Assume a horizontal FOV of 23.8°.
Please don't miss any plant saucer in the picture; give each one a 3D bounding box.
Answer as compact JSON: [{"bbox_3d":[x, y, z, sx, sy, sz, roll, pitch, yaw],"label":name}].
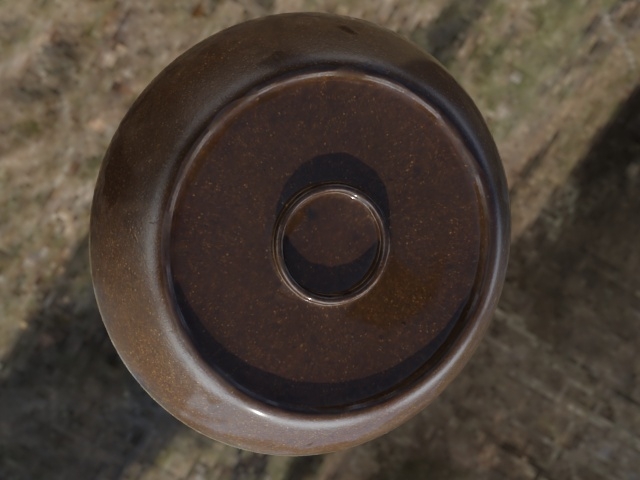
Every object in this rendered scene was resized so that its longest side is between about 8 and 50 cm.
[{"bbox_3d":[0.000,0.000,0.561,0.168,0.168,0.029,-60,-161,-4],"label":"plant saucer"}]
